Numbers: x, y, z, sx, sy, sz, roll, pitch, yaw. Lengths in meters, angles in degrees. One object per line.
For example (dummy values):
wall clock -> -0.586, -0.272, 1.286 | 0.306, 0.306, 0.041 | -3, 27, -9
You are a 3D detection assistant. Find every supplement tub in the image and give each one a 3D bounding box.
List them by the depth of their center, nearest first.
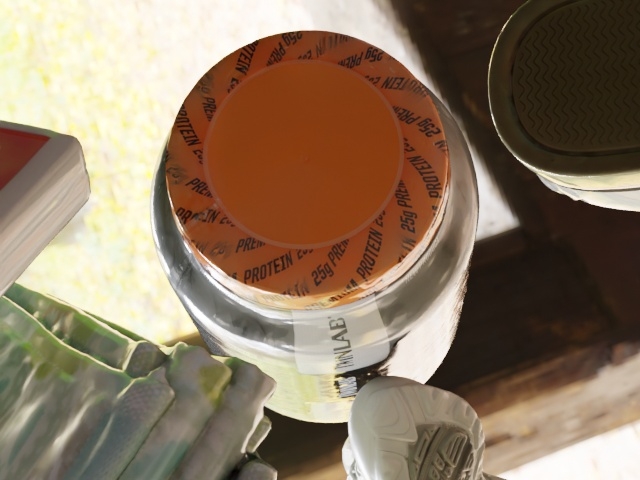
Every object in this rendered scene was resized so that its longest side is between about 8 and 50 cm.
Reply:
supplement tub -> 0.000, 0.000, 0.910 | 0.316, 0.194, 0.193 | 78, 170, -74

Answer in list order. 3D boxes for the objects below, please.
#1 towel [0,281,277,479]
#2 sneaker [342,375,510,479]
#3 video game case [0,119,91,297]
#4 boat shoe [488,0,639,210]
towel -> -0.191, 0.190, 0.670 | 0.090, 0.374, 0.320 | 40, 167, -25
sneaker -> 0.051, 0.151, 0.946 | 0.115, 0.090, 0.232 | 22, 158, 33
video game case -> -0.217, 0.039, 0.370 | 0.204, 0.285, 0.025 | 12, 130, 20
boat shoe -> 0.220, -0.056, 0.517 | 0.103, 0.302, 0.113 | 24, -108, -64
